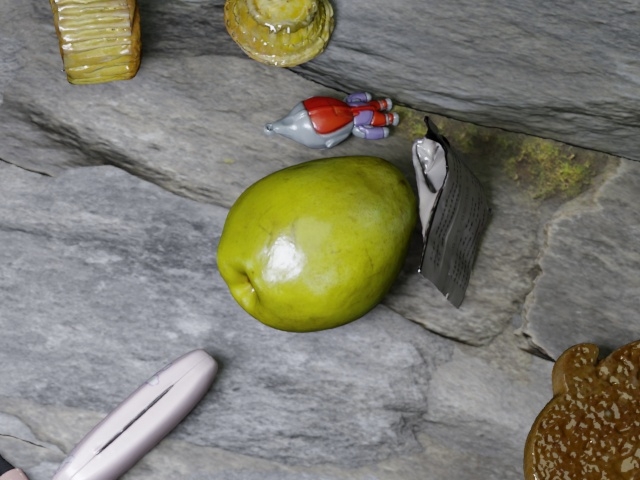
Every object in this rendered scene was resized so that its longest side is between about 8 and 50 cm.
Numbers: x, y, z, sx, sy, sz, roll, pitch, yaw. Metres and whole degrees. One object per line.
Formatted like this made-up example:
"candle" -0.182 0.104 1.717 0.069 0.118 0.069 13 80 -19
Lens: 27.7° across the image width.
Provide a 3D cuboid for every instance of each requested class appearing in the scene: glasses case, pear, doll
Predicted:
"glasses case" -0.264 0.265 1.850 0.075 0.113 0.297 45 70 8
"pear" 0.000 0.000 1.913 0.253 0.253 0.307 46 54 11
"doll" 0.016 -0.192 2.075 0.227 0.075 0.102 -13 57 -21

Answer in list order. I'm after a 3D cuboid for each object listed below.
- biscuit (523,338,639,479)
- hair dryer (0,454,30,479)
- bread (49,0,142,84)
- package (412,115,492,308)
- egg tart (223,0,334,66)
"biscuit" 0.462 0.294 1.952 0.367 0.063 0.314 -35 74 -17
"hair dryer" -0.372 0.415 1.764 0.106 0.189 0.344 -34 62 -15
"bread" -0.358 -0.371 2.018 0.142 0.227 0.253 -13 65 -14
"package" 0.199 -0.042 1.974 0.062 0.204 0.251 -5 70 26
"egg tart" -0.068 -0.377 2.138 0.191 0.074 0.191 1 69 -3
